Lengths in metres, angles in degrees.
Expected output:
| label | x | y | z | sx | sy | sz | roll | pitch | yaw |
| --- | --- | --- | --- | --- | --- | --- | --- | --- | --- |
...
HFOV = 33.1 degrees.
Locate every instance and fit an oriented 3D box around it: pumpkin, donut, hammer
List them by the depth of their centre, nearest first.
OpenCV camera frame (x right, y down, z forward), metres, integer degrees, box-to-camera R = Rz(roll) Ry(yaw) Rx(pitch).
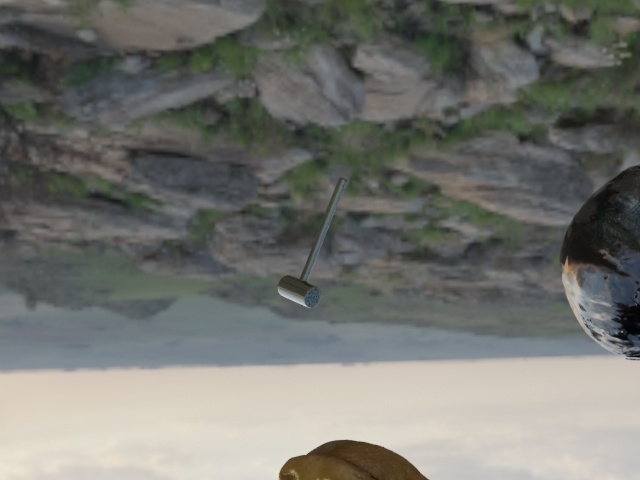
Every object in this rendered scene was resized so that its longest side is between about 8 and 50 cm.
| label | x | y | z | sx | sy | sz | roll | pitch | yaw |
| --- | --- | --- | --- | --- | --- | --- | --- | --- | --- |
| hammer | 0.000 | 0.000 | 0.893 | 0.035 | 0.110 | 0.019 | 22 | 179 | 44 |
| pumpkin | 0.375 | 0.025 | 1.186 | 0.233 | 0.233 | 0.163 | 2 | -152 | -31 |
| donut | 0.071 | 0.469 | 1.786 | 0.150 | 0.317 | 0.299 | -33 | 154 | -41 |
